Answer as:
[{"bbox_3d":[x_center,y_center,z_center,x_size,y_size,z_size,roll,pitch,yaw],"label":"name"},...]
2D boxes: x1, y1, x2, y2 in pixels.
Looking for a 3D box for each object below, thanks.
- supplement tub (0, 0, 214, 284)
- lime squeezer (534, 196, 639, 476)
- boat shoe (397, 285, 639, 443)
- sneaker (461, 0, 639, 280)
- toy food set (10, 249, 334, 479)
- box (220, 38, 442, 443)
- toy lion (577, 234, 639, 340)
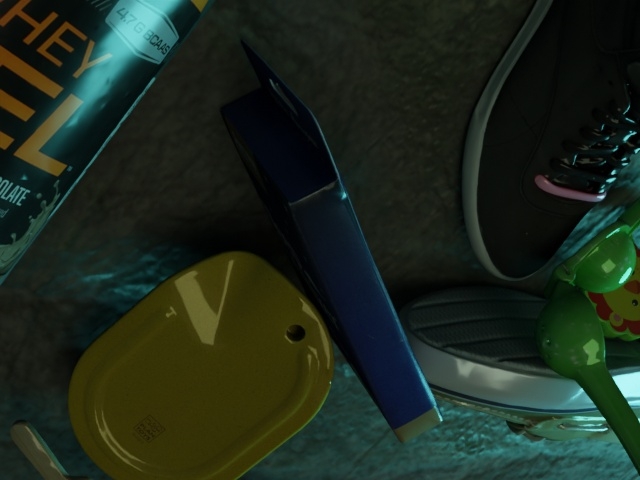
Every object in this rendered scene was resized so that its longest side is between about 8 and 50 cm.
[{"bbox_3d":[-0.172,-0.108,0.501,0.207,0.207,0.338,36,92,-33],"label":"supplement tub"},{"bbox_3d":[0.199,0.035,0.752,0.110,0.310,0.059,5,142,18],"label":"lime squeezer"},{"bbox_3d":[0.176,0.104,0.839,0.302,0.109,0.094,8,119,-28],"label":"boat shoe"},{"bbox_3d":[0.184,-0.080,0.711,0.104,0.147,0.296,9,116,-28],"label":"sneaker"},{"bbox_3d":[-0.088,0.089,0.745,0.218,0.071,0.128,-38,104,16],"label":"toy food set"},{"bbox_3d":[0.000,0.000,0.689,0.036,0.136,0.225,-27,124,-6],"label":"box"},{"bbox_3d":[0.227,0.023,0.830,0.096,0.034,0.100,9,71,-13],"label":"toy lion"}]
